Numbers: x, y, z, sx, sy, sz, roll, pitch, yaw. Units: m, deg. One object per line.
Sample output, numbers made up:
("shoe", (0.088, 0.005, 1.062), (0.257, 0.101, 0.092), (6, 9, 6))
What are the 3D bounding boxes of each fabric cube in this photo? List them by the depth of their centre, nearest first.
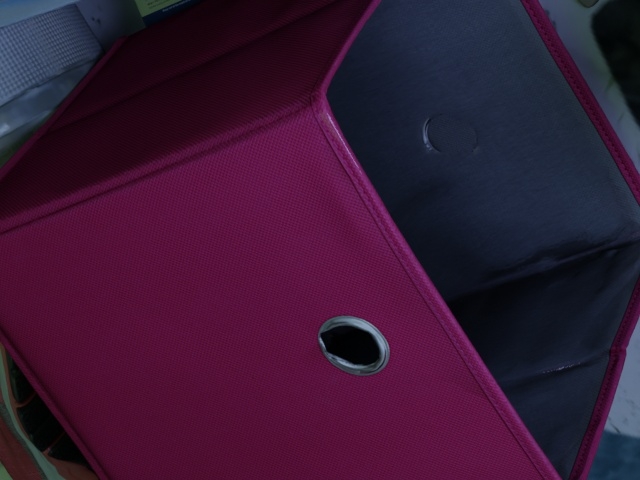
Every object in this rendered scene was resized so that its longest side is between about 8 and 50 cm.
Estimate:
("fabric cube", (0.000, 0.000, 1.062), (0.258, 0.259, 0.254), (-19, 114, 32))

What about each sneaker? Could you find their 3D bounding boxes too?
("sneaker", (-0.185, 0.105, 1.273), (0.136, 0.116, 0.313), (17, 140, 33))

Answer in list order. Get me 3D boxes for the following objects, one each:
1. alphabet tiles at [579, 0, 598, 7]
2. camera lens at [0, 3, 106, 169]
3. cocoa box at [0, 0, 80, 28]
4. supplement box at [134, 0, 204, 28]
("alphabet tiles", (0.150, -0.302, 1.039), (0.342, 0.011, 0.285), (45, 123, 6))
("camera lens", (-0.270, -0.131, 1.203), (0.219, 0.219, 0.274), (-31, 93, 33))
("cocoa box", (-0.104, -0.280, 0.995), (0.347, 0.231, 0.228), (-12, 124, 39))
("supplement box", (-0.078, -0.186, 1.177), (0.083, 0.056, 0.083), (-19, 100, 32))
